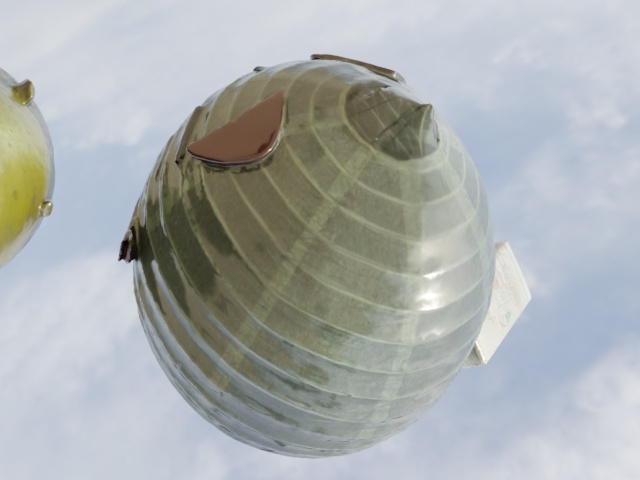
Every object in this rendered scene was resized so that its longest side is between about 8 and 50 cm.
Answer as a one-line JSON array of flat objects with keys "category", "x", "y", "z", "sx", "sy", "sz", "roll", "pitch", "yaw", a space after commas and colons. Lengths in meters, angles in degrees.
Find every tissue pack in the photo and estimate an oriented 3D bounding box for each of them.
[{"category": "tissue pack", "x": 0.124, "y": 0.046, "z": 0.687, "sx": 0.023, "sy": 0.056, "sz": 0.108, "roll": -17, "pitch": -168, "yaw": 37}]

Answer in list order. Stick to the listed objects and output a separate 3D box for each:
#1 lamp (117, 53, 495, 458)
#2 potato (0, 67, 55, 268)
[{"category": "lamp", "x": 0.000, "y": 0.000, "z": 0.571, "sx": 0.233, "sy": 0.233, "sz": 0.265, "roll": -9, "pitch": -155, "yaw": 26}, {"category": "potato", "x": -0.233, "y": -0.031, "z": 0.477, "sx": 0.197, "sy": 0.148, "sz": 0.228, "roll": 3, "pitch": -155, "yaw": 17}]
